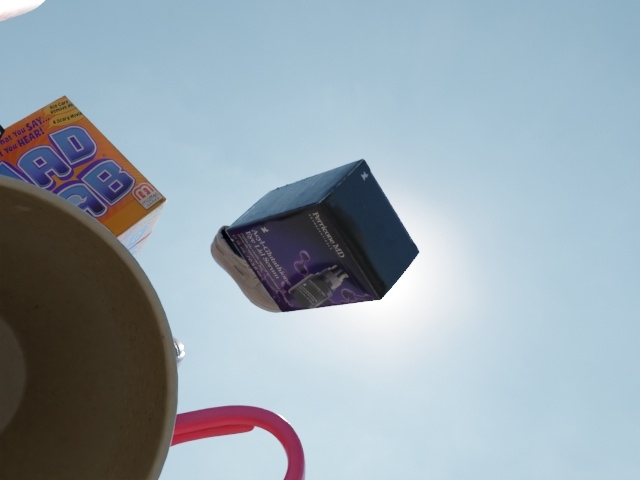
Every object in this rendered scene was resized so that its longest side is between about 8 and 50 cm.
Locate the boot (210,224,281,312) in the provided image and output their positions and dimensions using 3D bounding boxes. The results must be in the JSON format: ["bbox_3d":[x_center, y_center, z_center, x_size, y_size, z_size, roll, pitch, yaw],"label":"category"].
[{"bbox_3d":[-0.171,0.072,1.701,0.258,0.095,0.123,40,-27,4],"label":"boot"}]

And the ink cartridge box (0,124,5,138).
[{"bbox_3d":[-0.699,-0.159,1.333,0.045,0.206,0.208,19,-20,4],"label":"ink cartridge box"}]

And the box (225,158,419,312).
[{"bbox_3d":[0.000,0.000,0.912,0.207,0.108,0.153,-15,-65,49],"label":"box"}]

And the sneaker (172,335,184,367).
[{"bbox_3d":[-0.312,0.121,1.068,0.126,0.127,0.321,21,-6,32],"label":"sneaker"}]

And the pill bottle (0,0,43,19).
[{"bbox_3d":[-0.647,-0.493,1.206,0.229,0.407,0.229,1,-64,1],"label":"pill bottle"}]

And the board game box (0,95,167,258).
[{"bbox_3d":[-0.660,-0.052,1.664,0.356,0.356,0.356,46,-35,0],"label":"board game box"}]

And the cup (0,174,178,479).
[{"bbox_3d":[-0.316,0.122,0.563,0.331,0.331,0.237,49,-27,-18],"label":"cup"}]

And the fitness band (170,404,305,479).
[{"bbox_3d":[-0.167,0.349,1.021,0.291,0.209,0.054,-9,-50,-6],"label":"fitness band"}]
